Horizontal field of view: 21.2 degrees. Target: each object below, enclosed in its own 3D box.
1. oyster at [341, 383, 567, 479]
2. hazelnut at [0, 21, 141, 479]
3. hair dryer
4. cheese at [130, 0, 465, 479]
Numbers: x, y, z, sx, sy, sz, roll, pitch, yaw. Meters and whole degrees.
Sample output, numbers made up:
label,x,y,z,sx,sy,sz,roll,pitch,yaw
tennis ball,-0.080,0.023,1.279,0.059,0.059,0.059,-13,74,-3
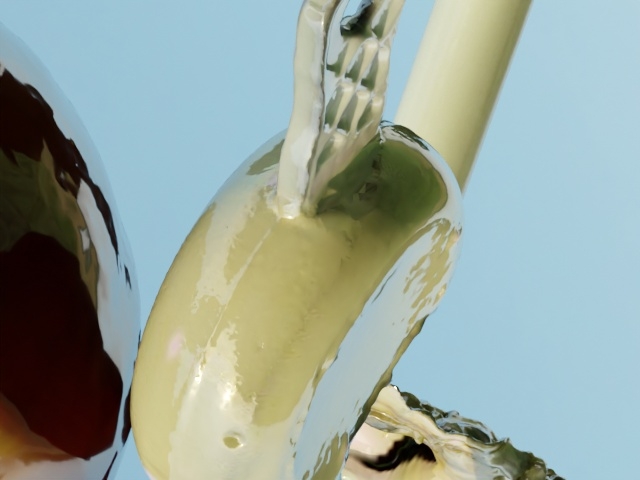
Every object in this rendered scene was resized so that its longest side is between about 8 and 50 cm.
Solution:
label,x,y,z,sx,sy,sz,roll,pitch,yaw
oyster,0.043,0.152,1.390,0.354,0.201,0.107,35,-135,-23
hazelnut,-0.278,0.049,0.696,0.409,0.359,0.359,-40,-70,-2
hair dryer,0.104,-0.152,1.049,0.203,0.128,0.362,4,-69,-41
cheese,-0.012,0.011,0.604,0.163,0.071,0.249,-52,-19,-16
